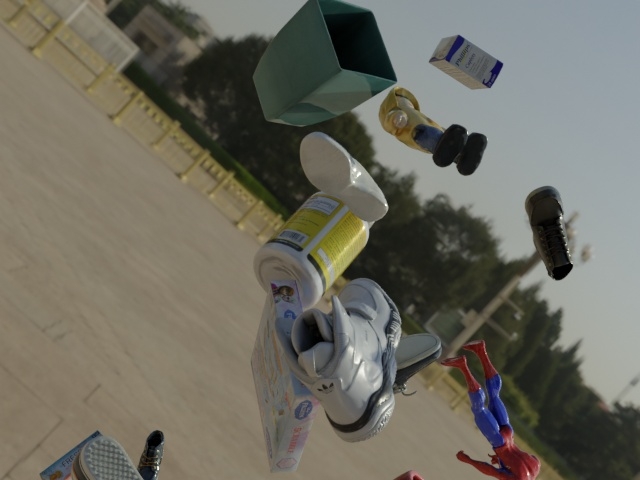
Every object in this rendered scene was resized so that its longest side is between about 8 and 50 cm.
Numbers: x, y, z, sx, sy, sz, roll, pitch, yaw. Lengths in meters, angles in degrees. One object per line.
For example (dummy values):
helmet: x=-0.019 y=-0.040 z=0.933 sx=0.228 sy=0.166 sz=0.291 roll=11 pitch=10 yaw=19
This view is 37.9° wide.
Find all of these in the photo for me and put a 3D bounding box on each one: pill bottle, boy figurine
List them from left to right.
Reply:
pill bottle: x=0.000 y=0.000 z=2.274 sx=0.188 sy=0.334 sz=0.188 roll=24 pitch=-42 yaw=23
boy figurine: x=0.197 y=-0.206 z=1.730 sx=0.177 sy=0.092 sz=0.285 roll=16 pitch=17 yaw=-28

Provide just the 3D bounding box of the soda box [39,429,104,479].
soda box: x=-0.617 y=0.568 z=2.367 sx=0.063 sy=0.183 sz=0.058 roll=35 pitch=-36 yaw=30

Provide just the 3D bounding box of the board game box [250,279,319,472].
board game box: x=-0.085 y=0.310 z=2.127 sx=0.318 sy=0.066 sz=0.318 roll=107 pitch=-23 yaw=-46

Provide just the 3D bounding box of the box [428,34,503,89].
box: x=0.350 y=-0.428 z=2.249 sx=0.137 sy=0.072 sz=0.126 roll=29 pitch=1 yaw=-14

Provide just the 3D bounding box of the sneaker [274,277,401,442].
sneaker: x=0.036 y=0.150 z=1.605 sx=0.210 sy=0.137 sz=0.366 roll=54 pitch=24 yaw=-31

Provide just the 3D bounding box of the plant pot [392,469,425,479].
plant pot: x=0.142 y=0.539 z=1.676 sx=0.191 sy=0.174 sz=0.191 roll=54 pitch=8 yaw=-12

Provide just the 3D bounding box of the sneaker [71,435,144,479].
sneaker: x=-0.392 y=0.552 z=1.876 sx=0.126 sy=0.127 sz=0.321 roll=-21 pitch=76 yaw=-43

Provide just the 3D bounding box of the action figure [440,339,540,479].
action figure: x=0.264 y=0.309 z=1.523 sx=0.139 sy=0.091 sz=0.280 roll=-22 pitch=-85 yaw=53

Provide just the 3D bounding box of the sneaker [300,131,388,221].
sneaker: x=0.035 y=-0.122 z=1.603 sx=0.212 sy=0.080 sz=0.094 roll=45 pitch=25 yaw=-36

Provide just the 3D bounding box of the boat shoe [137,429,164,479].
boat shoe: x=-0.465 y=0.601 z=2.527 sx=0.065 sy=0.083 sz=0.183 roll=9 pitch=33 yaw=-2

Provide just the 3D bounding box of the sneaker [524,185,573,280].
sneaker: x=0.504 y=-0.016 z=2.011 sx=0.222 sy=0.083 sz=0.118 roll=63 pitch=10 yaw=-49

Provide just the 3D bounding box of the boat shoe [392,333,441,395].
boat shoe: x=0.119 y=0.260 z=1.760 sx=0.079 sy=0.254 sz=0.095 roll=62 pitch=-1 yaw=-20

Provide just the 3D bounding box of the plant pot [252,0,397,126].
plant pot: x=-0.010 y=-0.327 z=1.794 sx=0.165 sy=0.234 sz=0.165 roll=2 pitch=64 yaw=-47
